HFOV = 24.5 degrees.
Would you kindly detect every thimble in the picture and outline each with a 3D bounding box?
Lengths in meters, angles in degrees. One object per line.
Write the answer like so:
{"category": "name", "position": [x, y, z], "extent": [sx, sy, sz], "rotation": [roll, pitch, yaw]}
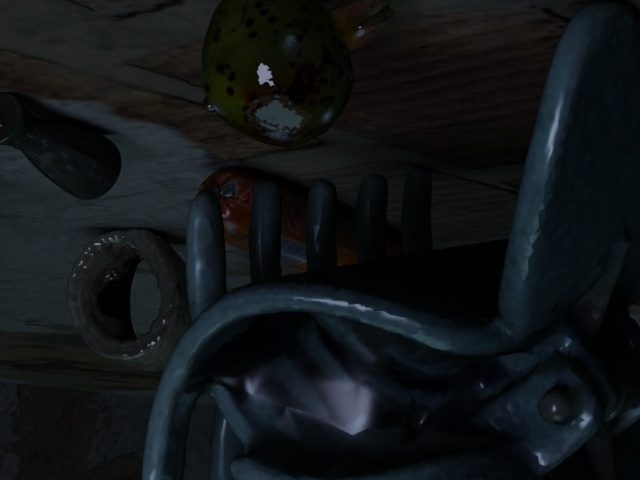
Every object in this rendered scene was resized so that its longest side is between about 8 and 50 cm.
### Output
{"category": "thimble", "position": [-0.158, 0.052, 1.275], "extent": [0.102, 0.115, 0.090], "rotation": [3, 169, 12]}

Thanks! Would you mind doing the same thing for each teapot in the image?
{"category": "teapot", "position": [-0.164, -0.057, 0.882], "extent": [0.043, 0.043, 0.111], "rotation": [-2, 167, 23]}

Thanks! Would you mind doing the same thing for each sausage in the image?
{"category": "sausage", "position": [0.000, 0.000, 1.120], "extent": [0.053, 0.053, 0.348], "rotation": [-3, 169, 26]}

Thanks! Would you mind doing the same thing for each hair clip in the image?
{"category": "hair clip", "position": [0.082, 0.063, 0.824], "extent": [0.238, 0.392, 0.318], "rotation": [8, -170, 31]}

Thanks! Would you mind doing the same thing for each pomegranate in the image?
{"category": "pomegranate", "position": [-0.010, -0.077, 0.646], "extent": [0.084, 0.073, 0.073], "rotation": [1, 170, 10]}
